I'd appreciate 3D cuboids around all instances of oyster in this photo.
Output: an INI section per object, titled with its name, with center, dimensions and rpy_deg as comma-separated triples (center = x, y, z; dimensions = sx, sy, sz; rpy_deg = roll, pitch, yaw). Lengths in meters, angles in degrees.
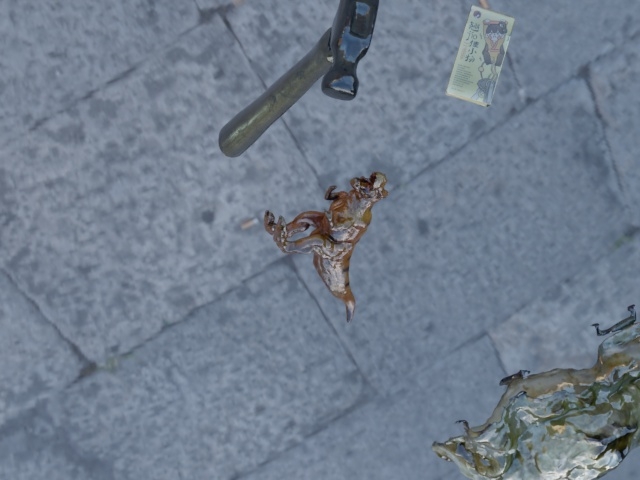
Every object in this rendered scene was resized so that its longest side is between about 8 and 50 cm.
[oyster]
center = 0.280, 0.169, 1.110
dimensions = 0.337, 0.198, 0.133
rpy_deg = -23, 95, -13

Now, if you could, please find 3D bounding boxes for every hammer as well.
[hammer]
center = -0.043, -0.182, 1.288
dimensions = 0.044, 0.168, 0.440
rpy_deg = 20, 160, -18

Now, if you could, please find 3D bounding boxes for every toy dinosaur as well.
[toy dinosaur]
center = 0.000, 0.000, 1.916
dimensions = 0.208, 0.097, 0.432
rpy_deg = 6, 144, -9

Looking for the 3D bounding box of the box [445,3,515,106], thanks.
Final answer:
[box]
center = 0.247, -0.286, 1.630
dimensions = 0.073, 0.020, 0.149
rpy_deg = 16, 86, 0
